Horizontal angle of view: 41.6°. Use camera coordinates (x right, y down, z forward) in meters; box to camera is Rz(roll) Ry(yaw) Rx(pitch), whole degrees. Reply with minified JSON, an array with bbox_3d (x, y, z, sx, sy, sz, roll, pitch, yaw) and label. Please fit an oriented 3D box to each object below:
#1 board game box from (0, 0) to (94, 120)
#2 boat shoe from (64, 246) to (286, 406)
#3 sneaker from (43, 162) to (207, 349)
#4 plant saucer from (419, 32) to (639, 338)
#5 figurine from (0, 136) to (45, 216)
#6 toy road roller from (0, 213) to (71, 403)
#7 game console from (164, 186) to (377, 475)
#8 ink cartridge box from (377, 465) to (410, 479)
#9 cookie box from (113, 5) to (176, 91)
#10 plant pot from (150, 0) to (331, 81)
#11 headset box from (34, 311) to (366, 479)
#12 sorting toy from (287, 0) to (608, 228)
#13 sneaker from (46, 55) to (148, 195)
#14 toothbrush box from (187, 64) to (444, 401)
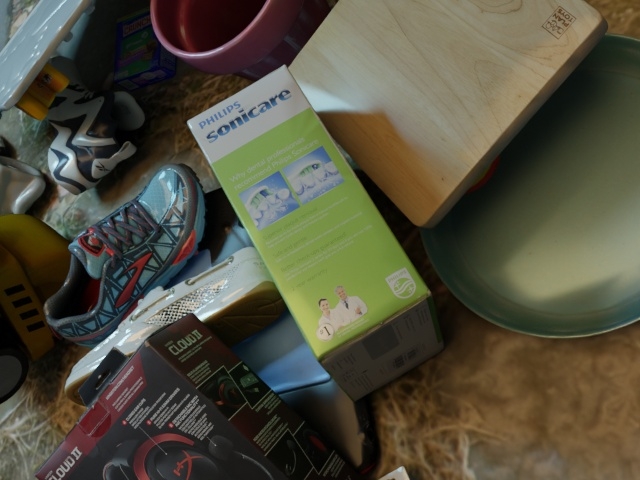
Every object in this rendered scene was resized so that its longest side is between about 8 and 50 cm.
[{"bbox_3d":[-0.337,-0.320,1.160,0.390,0.050,0.390,-58,29,-12],"label":"board game box"},{"bbox_3d":[-0.173,0.099,0.979,0.277,0.098,0.096,-28,53,4],"label":"boat shoe"},{"bbox_3d":[-0.236,0.017,1.017,0.104,0.125,0.262,31,92,32],"label":"sneaker"},{"bbox_3d":[0.250,-0.055,0.853,0.318,0.044,0.317,-10,70,30],"label":"plant saucer"},{"bbox_3d":[-0.546,-0.051,1.333,0.215,0.092,0.209,35,103,34],"label":"figurine"},{"bbox_3d":[-0.448,0.031,1.114,0.202,0.329,0.240,31,57,34],"label":"toy road roller"},{"bbox_3d":[-0.116,0.119,1.020,0.342,0.060,0.386,-20,66,26],"label":"game console"},{"bbox_3d":[0.089,0.278,0.860,0.048,0.028,0.083,-35,60,19],"label":"ink cartridge box"},{"bbox_3d":[-0.257,-0.285,1.240,0.092,0.040,0.107,-12,69,30],"label":"cookie box"},{"bbox_3d":[-0.076,-0.280,1.041,0.201,0.180,0.201,-10,70,29],"label":"plant pot"},{"bbox_3d":[-0.135,0.237,0.877,0.293,0.110,0.218,42,109,6],"label":"headset box"},{"bbox_3d":[0.126,-0.182,0.878,0.255,0.089,0.257,-50,59,17],"label":"sorting toy"},{"bbox_3d":[-0.322,-0.194,1.228,0.153,0.094,0.235,-23,55,14],"label":"sneaker"},{"bbox_3d":[0.000,0.000,0.863,0.122,0.206,0.283,-31,65,-2],"label":"toothbrush box"}]
